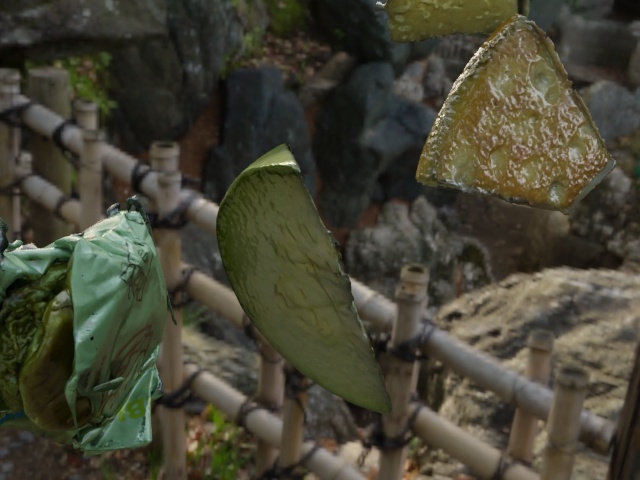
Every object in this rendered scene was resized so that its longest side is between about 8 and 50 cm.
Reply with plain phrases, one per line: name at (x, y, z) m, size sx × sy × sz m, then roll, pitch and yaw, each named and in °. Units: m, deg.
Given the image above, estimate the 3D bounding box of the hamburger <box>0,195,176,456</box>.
hamburger at (-0.233, 0.105, 0.975) m, size 0.151 × 0.260 × 0.276 m, roll 26°, pitch 23°, yaw 28°

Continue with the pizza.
pizza at (0.181, -0.094, 1.009) m, size 0.204 × 0.188 × 0.081 m, roll -45°, pitch 18°, yaw -18°

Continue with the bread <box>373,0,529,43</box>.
bread at (0.157, -0.380, 1.193) m, size 0.178 × 0.266 × 0.142 m, roll 5°, pitch 36°, yaw 23°

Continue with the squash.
squash at (0.000, 0.000, 0.853) m, size 0.204 × 0.236 × 0.155 m, roll 9°, pitch 37°, yaw 44°
